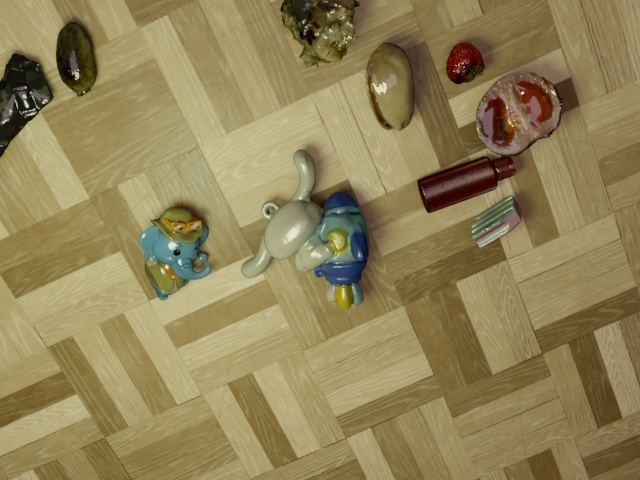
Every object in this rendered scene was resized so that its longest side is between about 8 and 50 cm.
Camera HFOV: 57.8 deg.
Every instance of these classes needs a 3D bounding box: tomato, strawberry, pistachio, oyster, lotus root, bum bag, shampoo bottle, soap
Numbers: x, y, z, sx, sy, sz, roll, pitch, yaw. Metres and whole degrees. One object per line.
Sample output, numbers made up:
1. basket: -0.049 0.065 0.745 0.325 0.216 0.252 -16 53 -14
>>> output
1. tomato: 0.510 -0.337 1.540 0.227 0.112 0.199 -28 97 5
2. strawberry: 0.371 -0.462 1.510 0.106 0.106 0.106 -1 105 -3
3. pistachio: 0.183 -0.396 1.499 0.152 0.126 0.223 -18 110 -36
4. oyster: -0.012 -0.603 1.420 0.197 0.133 0.337 -9 91 26
5. lotus root: -0.615 -0.453 1.454 0.089 0.080 0.180 -5 106 -4
6. bum bag: -0.812 -0.311 1.476 0.144 0.095 0.340 40 93 -5
7. shampoo bottle: 0.405 -0.164 1.602 0.260 0.064 0.102 -20 105 2
8. soap: 0.493 -0.055 1.618 0.056 0.100 0.149 42 124 -18

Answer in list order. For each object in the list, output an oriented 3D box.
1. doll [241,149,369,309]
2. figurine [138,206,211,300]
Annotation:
1. doll: 0.002 -0.005 1.577 0.365 0.187 0.376 28 124 -1
2. figurine: -0.392 0.035 1.581 0.179 0.154 0.262 -4 123 -11
